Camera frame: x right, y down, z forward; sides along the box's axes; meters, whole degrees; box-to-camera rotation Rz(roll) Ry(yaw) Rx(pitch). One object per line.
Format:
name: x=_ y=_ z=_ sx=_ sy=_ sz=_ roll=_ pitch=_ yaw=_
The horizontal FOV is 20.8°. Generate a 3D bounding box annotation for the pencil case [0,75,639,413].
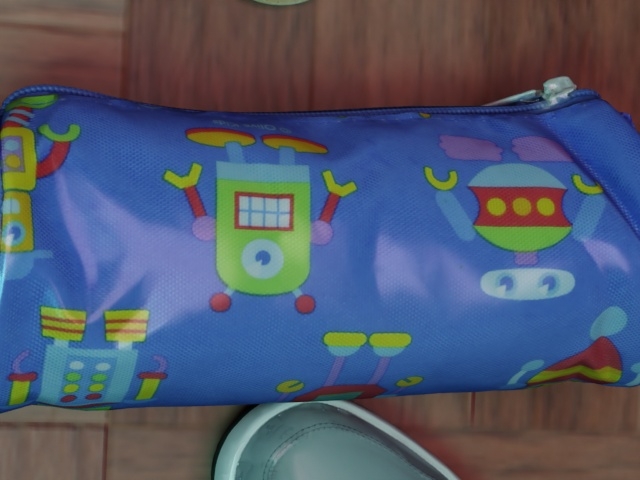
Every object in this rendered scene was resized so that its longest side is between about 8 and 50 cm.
pencil case: x=0.000 y=0.000 z=0.703 sx=0.306 sy=0.119 sz=0.133 roll=-2 pitch=88 yaw=-18

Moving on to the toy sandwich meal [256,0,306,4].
toy sandwich meal: x=-0.019 y=-0.140 z=0.743 sx=0.085 sy=0.029 sz=0.085 roll=0 pitch=90 yaw=-18

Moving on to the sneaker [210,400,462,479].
sneaker: x=0.076 y=0.189 z=0.698 sx=0.124 sy=0.178 sz=0.295 roll=-41 pitch=102 yaw=-13
